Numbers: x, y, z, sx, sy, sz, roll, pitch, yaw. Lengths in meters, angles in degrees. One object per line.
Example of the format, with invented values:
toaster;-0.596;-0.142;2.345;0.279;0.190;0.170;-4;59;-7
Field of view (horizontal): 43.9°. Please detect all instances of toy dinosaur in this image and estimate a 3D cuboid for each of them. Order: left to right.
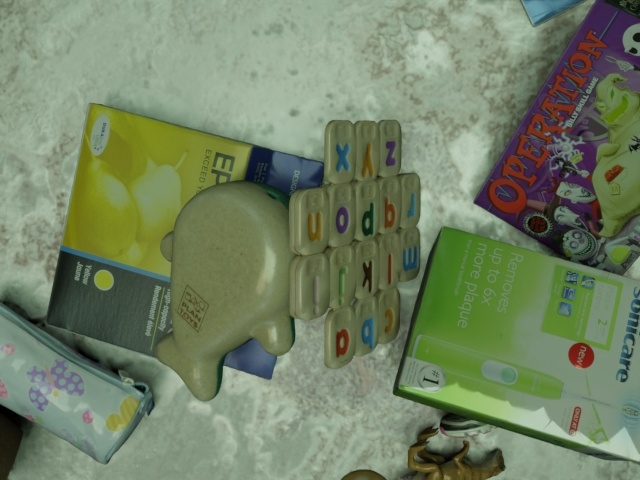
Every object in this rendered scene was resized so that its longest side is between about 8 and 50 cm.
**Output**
toy dinosaur;0.146;0.319;1.064;0.211;0.064;0.112;-22;92;1

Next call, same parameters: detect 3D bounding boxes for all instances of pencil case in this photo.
pencil case;-0.358;0.183;1.050;0.273;0.113;0.124;29;126;0

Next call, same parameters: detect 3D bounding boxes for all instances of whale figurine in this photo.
whale figurine;-0.099;0.058;0.945;0.216;0.141;0.272;37;116;24

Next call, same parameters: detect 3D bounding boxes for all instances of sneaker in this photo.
sneaker;0.229;0.201;1.052;0.170;0.063;0.075;-25;93;3

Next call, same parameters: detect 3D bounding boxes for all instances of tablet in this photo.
tablet;0.296;-0.313;1.006;0.083;0.006;0.054;-26;96;7

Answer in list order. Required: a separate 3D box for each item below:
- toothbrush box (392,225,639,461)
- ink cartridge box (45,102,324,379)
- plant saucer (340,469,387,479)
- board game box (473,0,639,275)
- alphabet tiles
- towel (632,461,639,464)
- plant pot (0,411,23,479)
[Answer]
toothbrush box;0.251;0.127;0.969;0.283;0.122;0.206;17;77;5
ink cartridge box;-0.180;0.006;1.030;0.307;0.072;0.304;15;97;9
plant saucer;0.060;0.361;1.104;0.083;0.015;0.084;0;98;3
board game box;0.340;-0.121;0.901;0.208;0.056;0.347;34;134;12
alphabet tiles;0.048;-0.002;0.936;0.021;0.284;0.278;5;100;32
towel;0.461;0.276;1.063;0.060;0.009;0.083;25;115;-4
plant pot;-0.514;0.257;1.015;0.230;0.215;0.215;27;99;-20
